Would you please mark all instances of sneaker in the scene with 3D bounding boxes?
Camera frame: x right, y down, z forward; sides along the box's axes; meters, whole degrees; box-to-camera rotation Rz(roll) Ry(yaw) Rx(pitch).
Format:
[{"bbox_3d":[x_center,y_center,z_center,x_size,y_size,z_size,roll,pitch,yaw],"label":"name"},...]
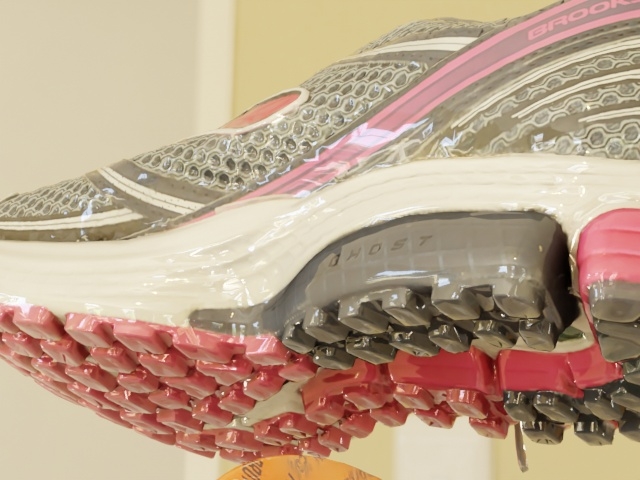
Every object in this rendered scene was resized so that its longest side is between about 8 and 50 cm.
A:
[{"bbox_3d":[0.000,0.000,0.520,0.299,0.112,0.121,-6,-32,37],"label":"sneaker"}]

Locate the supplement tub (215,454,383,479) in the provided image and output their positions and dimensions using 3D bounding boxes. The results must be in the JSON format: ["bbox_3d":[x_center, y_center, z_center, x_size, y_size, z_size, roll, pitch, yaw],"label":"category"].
[{"bbox_3d":[-0.041,0.142,0.428,0.117,0.117,0.190,8,-43,-36],"label":"supplement tub"}]
